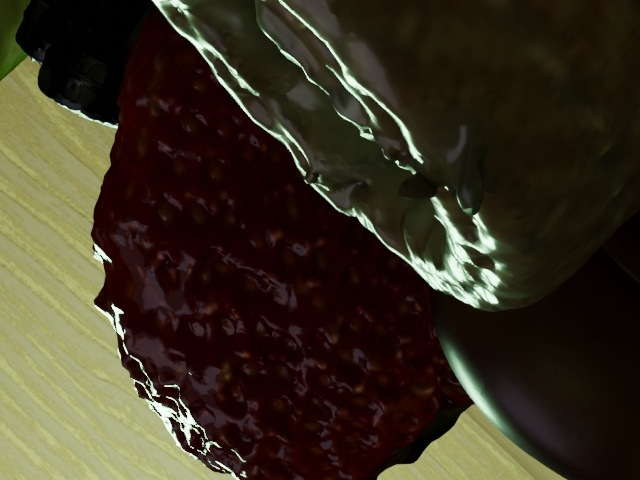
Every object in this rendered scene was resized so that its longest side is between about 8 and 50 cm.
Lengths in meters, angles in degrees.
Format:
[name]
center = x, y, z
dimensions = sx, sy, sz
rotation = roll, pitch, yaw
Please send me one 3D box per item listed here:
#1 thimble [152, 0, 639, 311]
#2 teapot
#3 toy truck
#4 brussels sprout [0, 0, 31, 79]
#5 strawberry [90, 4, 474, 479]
[thimble]
center = 0.035, -0.087, 0.483
dimensions = 0.196, 0.148, 0.229
rotation = 44, 173, 12
[teapot]
center = 0.136, 0.011, 0.698
dimensions = 0.178, 0.135, 0.252
rotation = 12, -142, -39
[toy truck]
center = -0.081, -0.141, 1.010
dimensions = 0.177, 0.161, 0.213
rotation = 28, -170, -28
[brussels sprout]
center = -0.317, -0.256, 1.168
dimensions = 0.289, 0.281, 0.354
rotation = 21, 135, 18
[strawberry]
center = -0.004, -0.002, 0.857
dimensions = 0.261, 0.261, 0.257
rotation = 43, 171, 20
